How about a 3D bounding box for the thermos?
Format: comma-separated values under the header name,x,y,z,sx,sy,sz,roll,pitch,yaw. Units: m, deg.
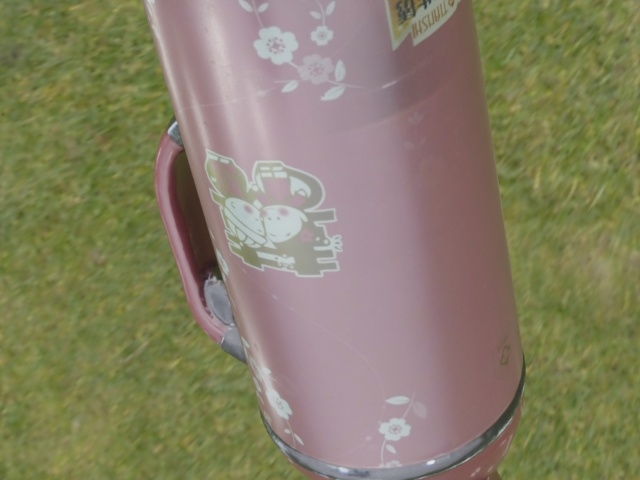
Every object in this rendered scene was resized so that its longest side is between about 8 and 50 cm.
name,x,y,z,sx,sy,sz,roll,pitch,yaw
thermos,0.003,0.005,0.598,0.136,0.109,0.330,-8,129,7
